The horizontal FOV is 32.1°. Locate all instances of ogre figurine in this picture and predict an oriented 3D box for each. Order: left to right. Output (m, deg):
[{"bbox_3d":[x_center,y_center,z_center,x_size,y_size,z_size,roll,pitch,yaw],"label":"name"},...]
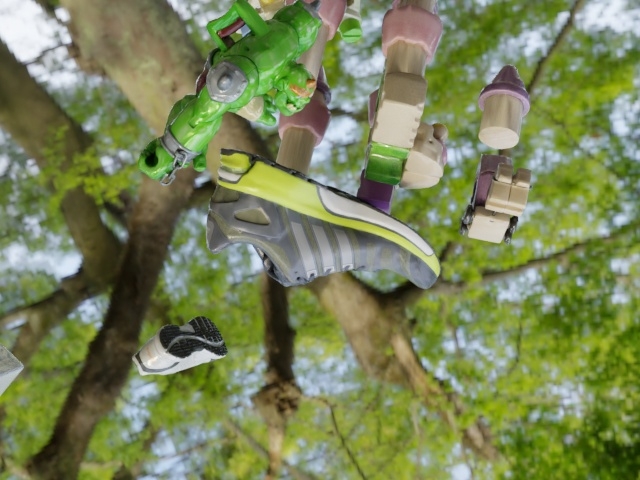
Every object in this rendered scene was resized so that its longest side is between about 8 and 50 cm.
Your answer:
[{"bbox_3d":[-0.064,-0.128,0.892,0.197,0.096,0.118,-24,168,-40],"label":"ogre figurine"}]

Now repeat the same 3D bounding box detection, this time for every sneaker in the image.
[{"bbox_3d":[-0.118,0.091,0.940,0.044,0.040,0.109,-35,163,21],"label":"sneaker"},{"bbox_3d":[0.000,0.000,1.244,0.300,0.121,0.111,23,-175,-23],"label":"sneaker"}]

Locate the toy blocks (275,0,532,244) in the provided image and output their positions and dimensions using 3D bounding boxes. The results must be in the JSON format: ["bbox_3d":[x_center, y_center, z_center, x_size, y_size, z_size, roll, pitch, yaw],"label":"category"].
[{"bbox_3d":[0.110,-0.191,1.284,0.309,0.288,0.260,12,-117,1],"label":"toy blocks"}]

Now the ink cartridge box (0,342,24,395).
[{"bbox_3d":[-0.534,0.119,1.363,0.114,0.273,0.197,-49,174,13],"label":"ink cartridge box"}]

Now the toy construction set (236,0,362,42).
[{"bbox_3d":[-0.006,-0.357,1.404,0.215,0.151,0.327,-11,166,-6],"label":"toy construction set"}]
